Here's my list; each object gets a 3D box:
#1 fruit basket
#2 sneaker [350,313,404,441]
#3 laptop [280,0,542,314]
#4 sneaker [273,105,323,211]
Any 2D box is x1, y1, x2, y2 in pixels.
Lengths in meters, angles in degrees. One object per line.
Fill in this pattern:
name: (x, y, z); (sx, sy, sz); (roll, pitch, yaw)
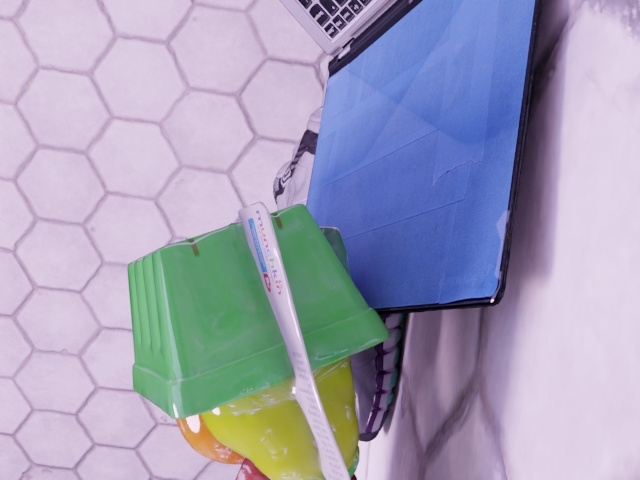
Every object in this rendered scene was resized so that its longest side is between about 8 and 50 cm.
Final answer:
fruit basket: (-0.024, 0.153, 0.634); (0.353, 0.165, 0.327); (66, 160, -3)
sneaker: (0.029, 0.084, 0.810); (0.083, 0.098, 0.224); (-110, 28, -80)
laptop: (-0.027, -0.171, 0.612); (0.236, 0.408, 0.382); (-46, 9, -19)
sneaker: (0.000, 0.000, 1.000); (0.366, 0.137, 0.210); (119, 163, -68)
